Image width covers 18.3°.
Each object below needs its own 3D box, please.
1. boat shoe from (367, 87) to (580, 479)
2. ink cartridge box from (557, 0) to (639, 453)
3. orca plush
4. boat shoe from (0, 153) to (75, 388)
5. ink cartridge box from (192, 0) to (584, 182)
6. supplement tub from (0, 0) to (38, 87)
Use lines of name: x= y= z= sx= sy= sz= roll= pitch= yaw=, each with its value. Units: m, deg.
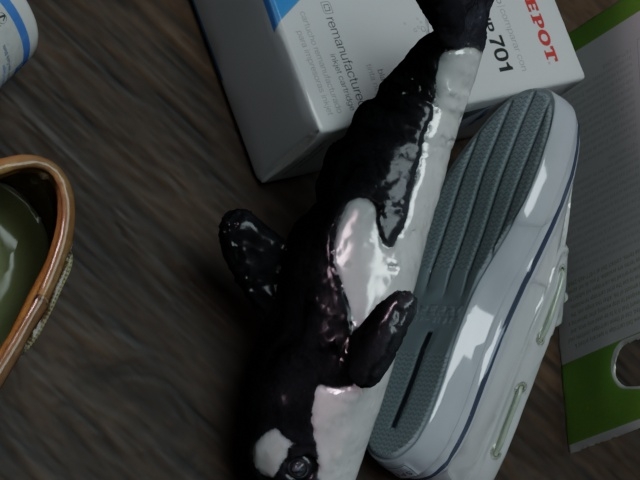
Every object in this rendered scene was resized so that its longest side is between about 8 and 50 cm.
boat shoe: x=0.095 y=0.030 z=1.092 sx=0.076 sy=0.083 sz=0.226 roll=30 pitch=81 yaw=-34
ink cartridge box: x=0.218 y=-0.017 z=1.123 sx=0.097 sy=0.189 sz=0.255 roll=10 pitch=67 yaw=-28
orca plush: x=0.000 y=0.000 z=1.003 sx=0.102 sy=0.151 sz=0.287 roll=17 pitch=107 yaw=-4
boat shoe: x=-0.214 y=0.077 z=0.877 sx=0.122 sy=0.120 sz=0.324 roll=37 pitch=57 yaw=-12
ink cartridge box: x=0.036 y=-0.124 z=1.125 sx=0.190 sy=0.082 sz=0.140 roll=-14 pitch=78 yaw=-32
supplement tub: x=-0.197 y=-0.086 z=0.983 sx=0.071 sy=0.071 sz=0.107 roll=43 pitch=57 yaw=-8
